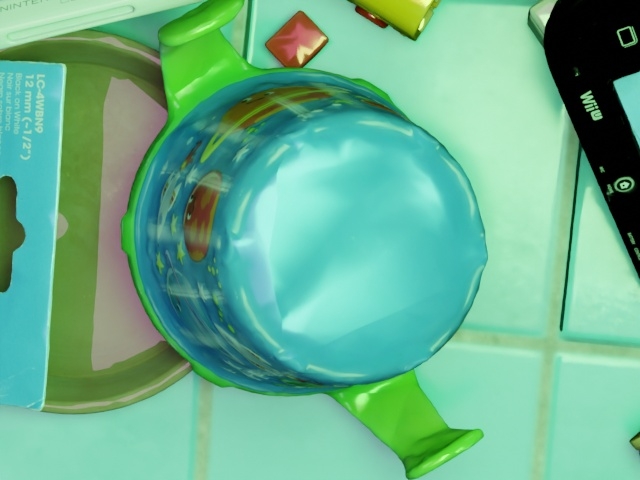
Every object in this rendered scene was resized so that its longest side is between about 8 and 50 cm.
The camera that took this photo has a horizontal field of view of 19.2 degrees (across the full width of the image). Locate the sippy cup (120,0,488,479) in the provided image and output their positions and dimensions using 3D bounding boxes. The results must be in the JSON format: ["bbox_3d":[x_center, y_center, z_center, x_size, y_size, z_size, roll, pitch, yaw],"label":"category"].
[{"bbox_3d":[0.000,0.000,1.234,0.305,0.224,0.240,25,88,-13],"label":"sippy cup"}]

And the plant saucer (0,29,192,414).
[{"bbox_3d":[-0.180,-0.014,1.368,0.277,0.041,0.278,0,94,5],"label":"plant saucer"}]

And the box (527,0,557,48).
[{"bbox_3d":[0.283,-0.188,1.293,0.275,0.094,0.113,-33,90,6],"label":"box"}]

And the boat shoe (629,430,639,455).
[{"bbox_3d":[0.319,0.112,1.318,0.207,0.073,0.073,-31,89,6],"label":"boat shoe"}]

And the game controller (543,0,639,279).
[{"bbox_3d":[0.259,-0.069,1.235,0.166,0.067,0.319,-27,131,5],"label":"game controller"}]

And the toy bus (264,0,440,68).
[{"bbox_3d":[0.012,-0.224,1.307,0.202,0.104,0.191,-14,92,5],"label":"toy bus"}]

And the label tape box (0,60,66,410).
[{"bbox_3d":[-0.362,-0.015,1.315,0.347,0.115,0.249,5,94,18],"label":"label tape box"}]

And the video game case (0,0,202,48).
[{"bbox_3d":[-0.177,-0.223,1.305,0.183,0.023,0.201,-13,54,5],"label":"video game case"}]
